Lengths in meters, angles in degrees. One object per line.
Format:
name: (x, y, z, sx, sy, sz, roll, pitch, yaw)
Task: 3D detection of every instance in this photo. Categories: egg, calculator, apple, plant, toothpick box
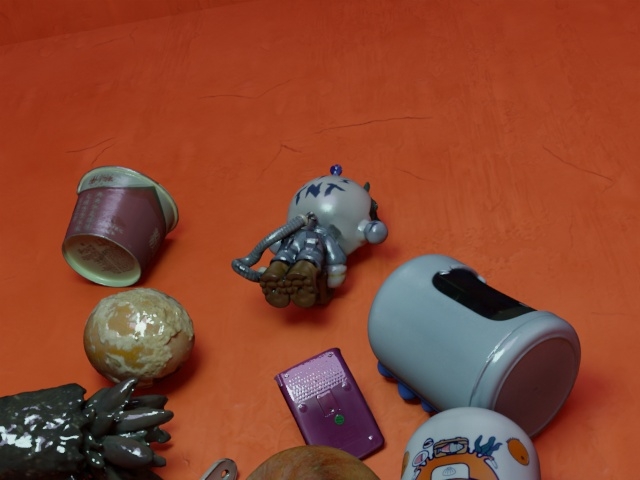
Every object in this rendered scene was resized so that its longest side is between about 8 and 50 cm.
egg: (-0.344, 0.184, 1.785, 0.233, 0.195, 0.195, -15, 33, 32)
calculator: (0.017, 0.285, 1.598, 0.126, 0.034, 0.190, -24, 73, -12)
apple: (-0.007, 0.426, 1.360, 0.253, 0.254, 0.253, -8, 38, 7)
plant: (-0.398, 0.339, 1.565, 0.320, 0.194, 0.182, 2, 48, -17)
toothpick box: (0.225, 0.176, 1.600, 0.263, 0.263, 0.354, -32, 40, -22)

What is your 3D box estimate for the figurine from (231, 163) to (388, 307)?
figurine: (0.004, 0.002, 1.921, 0.261, 0.186, 0.382, 7, 38, 16)

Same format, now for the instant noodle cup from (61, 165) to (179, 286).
instant noodle cup: (-0.445, -0.020, 2.063, 0.234, 0.235, 0.178, 1, 50, 18)

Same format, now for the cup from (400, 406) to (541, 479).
cup: (0.209, 0.401, 1.329, 0.212, 0.212, 0.317, -4, 37, 12)

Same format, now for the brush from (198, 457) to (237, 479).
brush: (-0.255, 0.455, 1.521, 0.067, 0.072, 0.313, 7, 39, 45)
